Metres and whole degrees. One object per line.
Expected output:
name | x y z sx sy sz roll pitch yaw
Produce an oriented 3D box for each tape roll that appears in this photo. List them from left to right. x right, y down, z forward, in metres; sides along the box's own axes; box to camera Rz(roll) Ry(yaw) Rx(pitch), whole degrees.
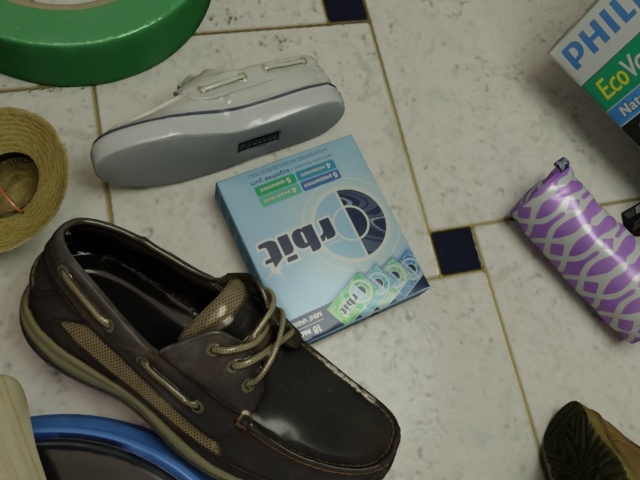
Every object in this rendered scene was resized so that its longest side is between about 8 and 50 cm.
tape roll | -0.276 -0.326 0.693 0.322 0.077 0.321 3 70 -9

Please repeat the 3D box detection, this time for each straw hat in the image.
straw hat | -0.291 -0.049 0.604 0.145 0.061 0.144 -1 80 7

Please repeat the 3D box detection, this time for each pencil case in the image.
pencil case | 0.298 0.012 0.687 0.088 0.086 0.206 -32 80 -43

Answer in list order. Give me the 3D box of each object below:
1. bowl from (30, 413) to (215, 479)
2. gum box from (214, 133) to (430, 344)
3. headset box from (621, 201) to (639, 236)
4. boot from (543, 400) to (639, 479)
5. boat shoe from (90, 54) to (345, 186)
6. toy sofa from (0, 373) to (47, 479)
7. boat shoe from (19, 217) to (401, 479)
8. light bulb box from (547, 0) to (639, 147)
bowl | -0.217 0.330 0.481 0.391 0.077 0.390 3 71 -10
gum box | 0.000 0.000 0.652 0.157 0.041 0.184 -22 78 -17
headset box | 0.401 -0.028 0.727 0.083 0.062 0.032 3 71 -11
boot | 0.340 0.267 0.547 0.270 0.089 0.236 30 24 2
boat shoe | -0.106 -0.132 0.651 0.268 0.096 0.088 -21 73 -18
toy sofa | -0.251 0.268 0.393 0.150 0.177 0.362 -28 78 7
boat shoe | -0.090 0.098 0.531 0.356 0.130 0.132 25 43 0
light bulb box | 0.518 -0.208 0.692 0.358 0.225 0.361 -36 82 -33
